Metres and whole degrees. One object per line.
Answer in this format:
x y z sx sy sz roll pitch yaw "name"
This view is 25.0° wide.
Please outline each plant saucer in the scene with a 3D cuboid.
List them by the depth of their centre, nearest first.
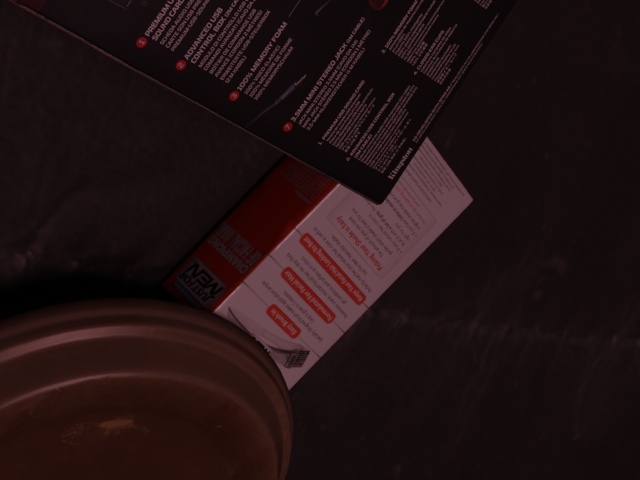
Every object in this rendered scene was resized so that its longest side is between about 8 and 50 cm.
-0.139 0.150 0.810 0.278 0.041 0.278 -15 133 -18 "plant saucer"

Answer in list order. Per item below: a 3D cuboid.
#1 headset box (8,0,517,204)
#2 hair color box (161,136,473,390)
-0.031 -0.175 0.666 0.293 0.110 0.218 26 100 -44 "headset box"
0.000 0.000 0.844 0.167 0.053 0.093 -46 135 -5 "hair color box"
